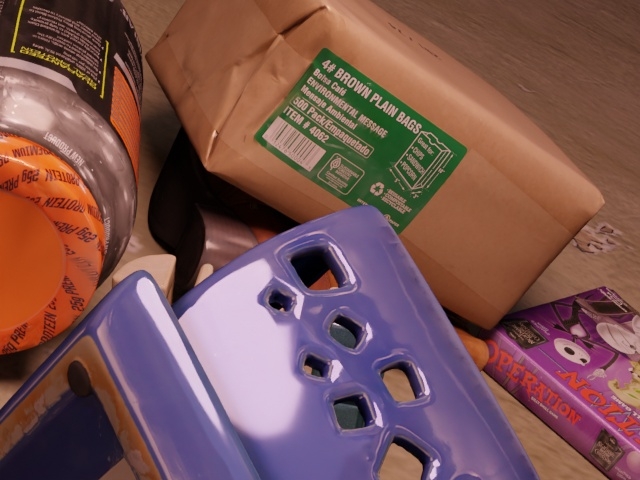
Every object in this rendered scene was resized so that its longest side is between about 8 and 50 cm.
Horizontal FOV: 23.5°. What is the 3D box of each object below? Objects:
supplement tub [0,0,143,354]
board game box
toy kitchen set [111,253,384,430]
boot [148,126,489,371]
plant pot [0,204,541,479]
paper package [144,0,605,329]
[{"bbox_3d":[-0.240,-0.075,1.168,0.207,0.207,0.338,17,28,-14],"label":"supplement tub"},{"bbox_3d":[0.317,0.171,1.350,0.208,0.056,0.347,-16,47,-45],"label":"board game box"},{"bbox_3d":[-0.063,0.118,1.107,0.207,0.122,0.166,11,37,2],"label":"toy kitchen set"},{"bbox_3d":[0.000,0.000,1.355,0.280,0.096,0.264,18,17,-23],"label":"boot"},{"bbox_3d":[-0.049,0.140,0.855,0.212,0.236,0.236,-10,65,-46],"label":"plant pot"},{"bbox_3d":[0.041,-0.106,1.359,0.325,0.168,0.309,31,12,-28],"label":"paper package"}]
